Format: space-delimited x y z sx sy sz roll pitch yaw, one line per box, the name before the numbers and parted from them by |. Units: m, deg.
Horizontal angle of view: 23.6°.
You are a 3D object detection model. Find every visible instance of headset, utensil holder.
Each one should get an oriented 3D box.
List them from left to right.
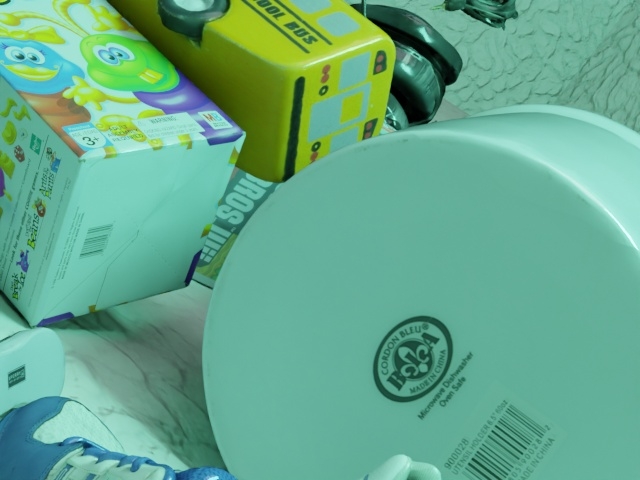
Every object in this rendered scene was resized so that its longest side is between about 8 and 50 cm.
headset | 0.066 -0.118 1.437 0.185 0.394 0.243 23 52 11
utensil holder | 0.121 0.064 1.112 0.327 0.327 0.385 40 15 11

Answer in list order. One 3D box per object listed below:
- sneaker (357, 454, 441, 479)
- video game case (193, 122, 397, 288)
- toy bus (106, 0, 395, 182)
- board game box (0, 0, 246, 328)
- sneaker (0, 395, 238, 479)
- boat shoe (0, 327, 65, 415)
sneaker | 0.058 0.225 0.798 0.111 0.129 0.297 29 16 -39
video game case | -0.016 -0.028 1.325 0.285 0.204 0.025 28 20 -36
toy bus | -0.102 -0.180 1.157 0.130 0.108 0.333 -26 51 -31
board game box | -0.205 -0.091 1.085 0.142 0.144 0.275 -14 49 -44
sneaker | -0.077 0.146 0.714 0.112 0.131 0.296 27 15 -33
boat shoe | -0.184 0.075 0.868 0.040 0.049 0.142 0 1 12
